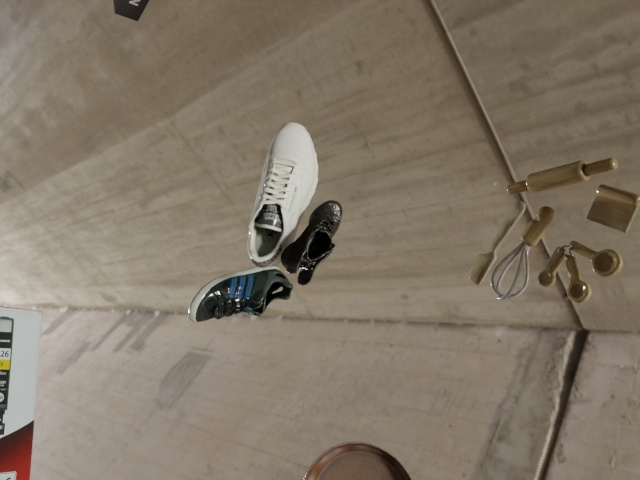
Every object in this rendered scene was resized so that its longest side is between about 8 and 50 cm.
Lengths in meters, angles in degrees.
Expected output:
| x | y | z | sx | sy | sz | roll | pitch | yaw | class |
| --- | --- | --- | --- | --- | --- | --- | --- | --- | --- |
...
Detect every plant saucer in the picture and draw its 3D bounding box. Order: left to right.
| x | y | z | sx | sy | sz | roll | pitch | yaw | class |
| --- | --- | --- | --- | --- | --- | --- | --- | --- | --- |
| 0.055 | 0.373 | 0.767 | 0.168 | 0.168 | 0.029 | -33 | 161 | 3 | plant saucer |

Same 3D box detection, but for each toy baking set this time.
| x | y | z | sx | sy | sz | roll | pitch | yaw | class |
| --- | --- | --- | --- | --- | --- | --- | --- | --- | --- |
| 0.309 | -0.011 | 0.756 | 0.256 | 0.030 | 0.196 | -7 | -113 | 55 | toy baking set |

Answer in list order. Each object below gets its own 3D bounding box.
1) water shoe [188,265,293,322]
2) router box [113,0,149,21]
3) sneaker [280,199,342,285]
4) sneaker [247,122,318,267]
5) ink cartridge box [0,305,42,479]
| x | y | z | sx | sy | sz | roll | pitch | yaw | class |
| --- | --- | --- | --- | --- | --- | --- | --- | --- | --- |
| -0.135 | 0.099 | 0.961 | 0.203 | 0.073 | 0.080 | -25 | -132 | -39 | water shoe |
| -0.289 | -0.471 | 0.879 | 0.179 | 0.046 | 0.133 | -35 | -120 | 43 | router box |
| -0.002 | -0.002 | 0.814 | 0.170 | 0.051 | 0.089 | -51 | -162 | -25 | sneaker |
| -0.061 | -0.071 | 0.843 | 0.090 | 0.235 | 0.095 | 10 | 179 | 8 | sneaker |
| -0.431 | 0.123 | 0.474 | 0.130 | 0.309 | 0.271 | -21 | -114 | 35 | ink cartridge box |
